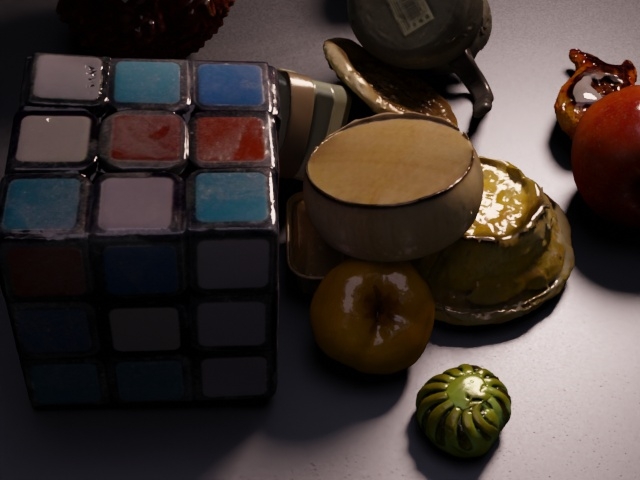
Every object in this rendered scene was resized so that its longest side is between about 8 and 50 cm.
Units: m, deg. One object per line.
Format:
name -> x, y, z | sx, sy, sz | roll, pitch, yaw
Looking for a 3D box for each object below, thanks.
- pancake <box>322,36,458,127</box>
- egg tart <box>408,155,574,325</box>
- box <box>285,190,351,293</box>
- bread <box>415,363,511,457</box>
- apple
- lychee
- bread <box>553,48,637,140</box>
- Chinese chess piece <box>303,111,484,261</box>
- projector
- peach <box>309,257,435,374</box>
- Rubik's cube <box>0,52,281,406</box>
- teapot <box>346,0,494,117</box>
pancake -> 0.114, -0.253, 2.050 | 0.282, 0.049, 0.282 | 29, 24, -14
egg tart -> 0.231, -0.030, 1.874 | 0.345, 0.132, 0.345 | 2, 45, -2
box -> 0.000, 0.000, 1.835 | 0.111, 0.111, 0.177 | 1, 47, -6
bread -> 0.197, 0.226, 1.671 | 0.139, 0.071, 0.130 | -28, 51, -28
apple -> 0.504, -0.130, 1.939 | 0.218, 0.218, 0.201 | 10, 42, 3
lychee -> -0.297, -0.443, 2.083 | 0.306, 0.306, 0.330 | -30, 51, -29
bread -> 0.483, -0.249, 2.139 | 0.139, 0.095, 0.269 | 18, 34, 7
Chinese chess piece -> 0.103, -0.078, 1.744 | 0.257, 0.104, 0.257 | -7, 37, 5
projector -> -0.060, -0.185, 1.905 | 0.177, 0.163, 0.242 | 13, 9, 6
peach -> 0.074, 0.101, 1.721 | 0.179, 0.103, 0.179 | 2, 82, -11
Rubik's cube -> -0.230, -0.008, 1.650 | 0.363, 0.362, 0.359 | 3, 45, -6
teapot -> 0.220, -0.371, 2.105 | 0.305, 0.223, 0.285 | 34, 10, 18
